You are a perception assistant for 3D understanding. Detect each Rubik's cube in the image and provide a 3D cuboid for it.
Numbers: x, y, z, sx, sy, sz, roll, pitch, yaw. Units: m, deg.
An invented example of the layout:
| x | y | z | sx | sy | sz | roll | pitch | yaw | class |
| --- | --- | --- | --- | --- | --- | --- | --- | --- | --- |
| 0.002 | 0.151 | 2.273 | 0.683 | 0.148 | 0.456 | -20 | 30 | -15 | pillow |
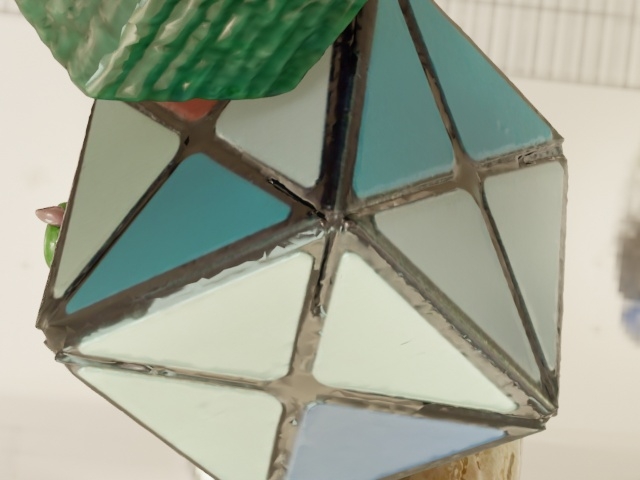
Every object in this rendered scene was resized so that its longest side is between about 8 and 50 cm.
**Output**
| x | y | z | sx | sy | sz | roll | pitch | yaw | class |
| --- | --- | --- | --- | --- | --- | --- | --- | --- | --- |
| 0.000 | 0.000 | 1.214 | 0.250 | 0.248 | 0.246 | -23 | 133 | 31 | Rubik's cube |

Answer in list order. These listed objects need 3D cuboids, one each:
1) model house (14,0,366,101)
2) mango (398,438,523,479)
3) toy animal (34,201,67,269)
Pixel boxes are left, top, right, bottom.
| x | y | z | sx | sy | sz | roll | pitch | yaw | class |
| --- | --- | --- | --- | --- | --- | --- | --- | --- | --- |
| -0.036 | -0.274 | 0.939 | 0.335 | 0.342 | 0.382 | 26 | 137 | -13 | model house |
| 0.057 | 0.127 | 1.508 | 0.221 | 0.384 | 0.199 | 8 | 152 | -14 | mango |
| -0.137 | 0.004 | 1.507 | 0.208 | 0.103 | 0.100 | 2 | 147 | 24 | toy animal |
